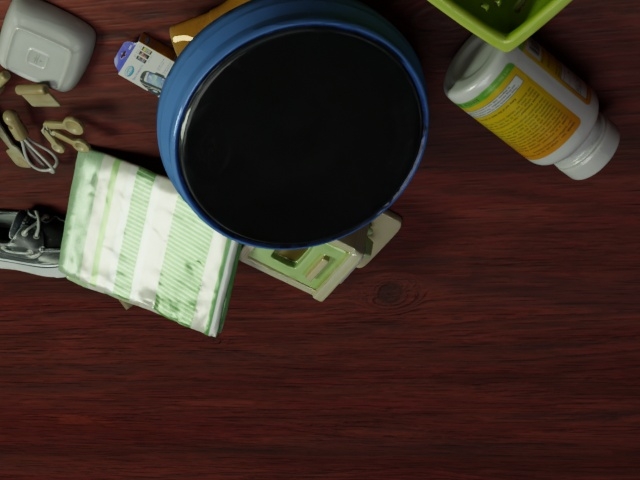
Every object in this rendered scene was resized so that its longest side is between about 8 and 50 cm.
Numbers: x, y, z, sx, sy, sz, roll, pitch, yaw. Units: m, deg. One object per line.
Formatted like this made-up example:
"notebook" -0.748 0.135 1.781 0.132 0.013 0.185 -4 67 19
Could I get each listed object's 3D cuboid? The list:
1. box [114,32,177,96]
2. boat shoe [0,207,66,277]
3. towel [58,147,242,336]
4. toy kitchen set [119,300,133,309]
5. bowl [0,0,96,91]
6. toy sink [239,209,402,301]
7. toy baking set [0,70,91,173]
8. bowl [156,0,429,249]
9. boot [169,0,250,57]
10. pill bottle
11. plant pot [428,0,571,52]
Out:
"box" -0.250 -0.265 1.634 0.136 0.028 0.081 30 134 -16
"boat shoe" -0.526 -0.009 1.917 0.301 0.108 0.102 5 139 17
"towel" -0.289 0.002 1.790 0.325 0.038 0.248 20 109 16
"toy kitchen set" -0.338 0.090 1.998 0.075 0.068 0.083 -9 134 21
"bowl" -0.429 -0.295 1.624 0.142 0.053 0.142 23 135 -13
"toy sink" 0.000 0.000 1.781 0.234 0.131 0.153 27 136 -15
"toy baking set" -0.490 -0.185 1.728 0.197 0.030 0.256 41 143 -27
"bowl" -0.031 -0.153 1.472 0.391 0.077 0.391 -8 127 -11
"boot" -0.120 -0.318 1.493 0.211 0.104 0.295 -3 139 15
"pill bottle" 0.308 -0.193 1.503 0.245 0.136 0.136 34 133 -22
"plant pot" 0.220 -0.405 1.248 0.227 0.207 0.228 32 134 -20
